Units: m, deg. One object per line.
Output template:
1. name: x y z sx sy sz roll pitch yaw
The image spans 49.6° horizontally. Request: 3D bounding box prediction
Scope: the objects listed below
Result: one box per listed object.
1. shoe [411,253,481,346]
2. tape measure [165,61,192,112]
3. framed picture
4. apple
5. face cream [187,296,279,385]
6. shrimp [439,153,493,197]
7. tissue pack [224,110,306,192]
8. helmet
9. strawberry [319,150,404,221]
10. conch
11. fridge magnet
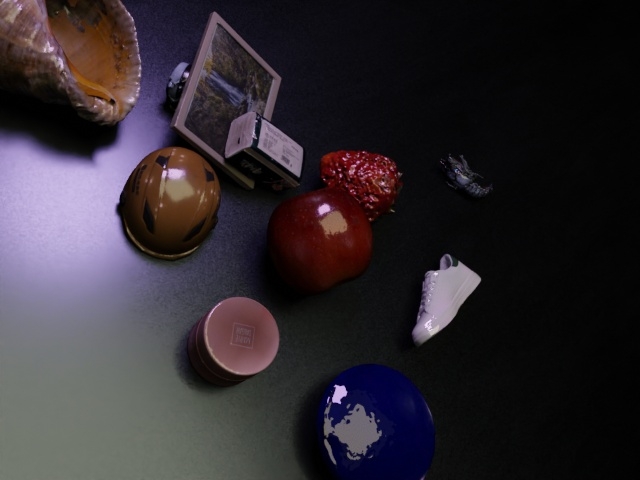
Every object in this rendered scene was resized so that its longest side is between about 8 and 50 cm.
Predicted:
1. shoe: 0.261 0.131 1.579 0.110 0.095 0.265 47 49 4
2. tape measure: -0.291 -0.329 1.469 0.054 0.094 0.091 28 56 0
3. framed picture: -0.193 -0.301 1.496 0.240 0.020 0.324 40 51 -40
4. apple: 0.000 0.000 1.411 0.218 0.218 0.201 -18 82 -33
5. face cream: -0.164 0.191 1.302 0.149 0.104 0.149 12 63 -24
6. shrimp: 0.376 -0.159 1.773 0.174 0.082 0.076 32 52 -22
7. tissue pack: -0.115 -0.186 1.474 0.170 0.090 0.103 35 52 -45
8. helmet: -0.282 -0.087 1.348 0.198 0.130 0.224 16 63 -18
9. strawberry: 0.087 -0.126 1.545 0.201 0.184 0.187 39 51 3
10. conch: -0.508 -0.372 1.314 0.297 0.210 0.352 -52 125 -27
11. fridge magnet: 0.108 0.376 1.365 0.265 0.112 0.266 12 62 -24
